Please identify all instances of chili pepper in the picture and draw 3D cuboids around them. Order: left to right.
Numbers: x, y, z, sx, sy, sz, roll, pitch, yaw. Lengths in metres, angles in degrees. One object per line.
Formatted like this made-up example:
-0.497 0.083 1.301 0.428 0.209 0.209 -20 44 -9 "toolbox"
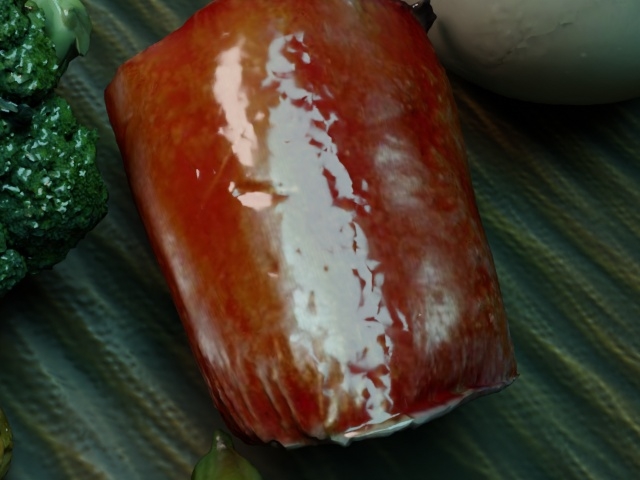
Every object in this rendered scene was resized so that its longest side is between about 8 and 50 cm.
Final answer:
0.000 0.000 0.828 0.251 0.229 0.305 8 63 -56 "chili pepper"

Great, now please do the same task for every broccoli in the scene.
-0.244 -0.087 0.769 0.270 0.270 0.270 29 46 4 "broccoli"

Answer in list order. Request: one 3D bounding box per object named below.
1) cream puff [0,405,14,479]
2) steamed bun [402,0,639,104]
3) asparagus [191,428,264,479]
-0.280 0.125 0.704 0.189 0.129 0.189 8 55 -11 "cream puff"
0.173 -0.262 0.982 0.375 0.241 0.374 17 42 -16 "steamed bun"
-0.053 0.278 0.696 0.082 0.085 0.343 -21 49 21 "asparagus"
